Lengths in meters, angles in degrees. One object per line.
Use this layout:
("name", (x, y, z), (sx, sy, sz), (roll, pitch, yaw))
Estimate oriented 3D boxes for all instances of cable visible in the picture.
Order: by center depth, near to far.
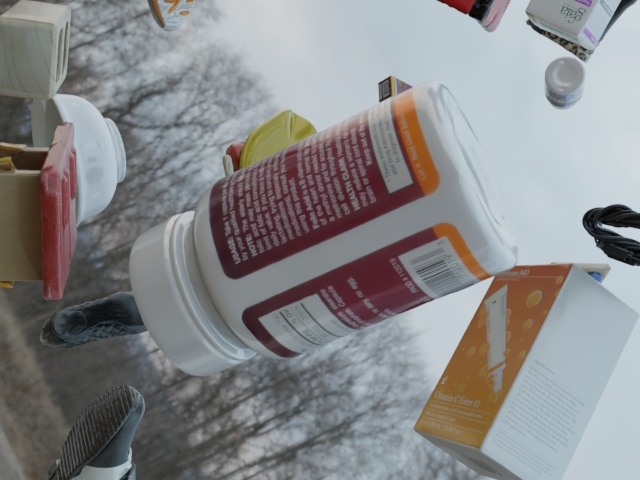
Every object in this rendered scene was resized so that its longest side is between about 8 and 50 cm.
("cable", (0.505, -0.003, 1.479), (0.185, 0.047, 0.150), (24, -19, 29))

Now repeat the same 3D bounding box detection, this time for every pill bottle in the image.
("pill bottle", (0.000, 0.000, 1.059), (0.224, 0.392, 0.224), (55, 21, -33))
("pill bottle", (0.481, -0.307, 1.863), (0.078, 0.078, 0.137), (63, 8, 13))

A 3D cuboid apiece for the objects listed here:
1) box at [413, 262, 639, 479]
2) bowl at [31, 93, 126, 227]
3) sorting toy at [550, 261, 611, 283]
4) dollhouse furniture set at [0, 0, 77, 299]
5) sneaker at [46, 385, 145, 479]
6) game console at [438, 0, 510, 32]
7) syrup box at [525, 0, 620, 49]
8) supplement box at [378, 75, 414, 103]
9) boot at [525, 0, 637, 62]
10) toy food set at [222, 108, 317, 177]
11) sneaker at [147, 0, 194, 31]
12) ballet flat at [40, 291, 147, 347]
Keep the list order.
("box", (0.347, 0.226, 1.601), (0.168, 0.345, 0.215), (36, -16, -18))
("bowl", (-0.498, -0.179, 1.987), (0.298, 0.134, 0.297), (34, -49, 51))
("sorting toy", (0.483, 0.104, 1.854), (0.046, 0.275, 0.132), (-106, -154, -42))
("dollhouse furniture set", (-0.291, -0.144, 0.725), (0.152, 0.202, 0.373), (-117, -149, -69))
("sneaker", (-0.353, 0.380, 1.540), (0.146, 0.330, 0.122), (27, 18, -29))
("game console", (0.180, -0.323, 1.058), (0.085, 0.144, 0.124), (28, 10, 17))
("syrup box", (0.408, -0.411, 1.389), (0.093, 0.236, 0.096), (33, 10, 26))
("supplement box", (0.168, -0.314, 2.049), (0.043, 0.083, 0.054), (-26, -125, 42))
("boot", (0.588, -0.629, 2.251), (0.377, 0.284, 0.138), (42, 22, 22))
("toy food set", (-0.093, -0.119, 1.447), (0.071, 0.218, 0.128), (6, -57, 40))
("sneaker", (-0.240, -0.402, 1.345), (0.083, 0.084, 0.214), (-11, -88, 39))
("ballet flat", (-0.278, 0.101, 1.213), (0.049, 0.173, 0.057), (-27, -105, 46))
